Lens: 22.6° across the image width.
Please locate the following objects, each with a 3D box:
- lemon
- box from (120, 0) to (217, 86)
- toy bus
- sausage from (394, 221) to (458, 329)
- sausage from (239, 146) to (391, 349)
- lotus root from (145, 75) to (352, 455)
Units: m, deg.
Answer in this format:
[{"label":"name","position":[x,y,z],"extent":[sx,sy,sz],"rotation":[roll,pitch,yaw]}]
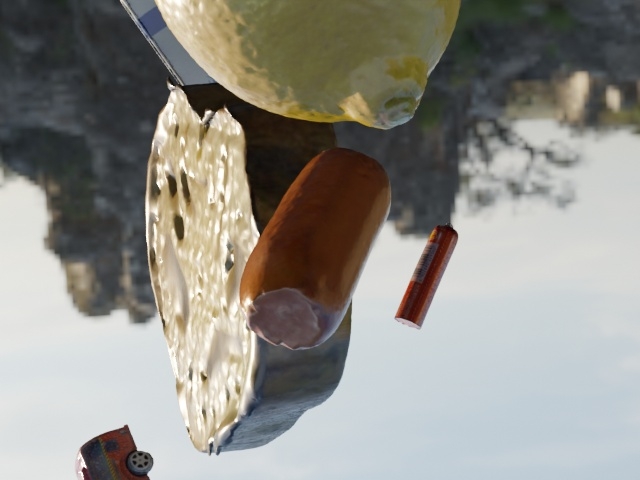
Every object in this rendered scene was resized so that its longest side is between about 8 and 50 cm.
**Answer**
[{"label":"lemon","position":[-0.011,-0.173,0.966],"extent":[0.187,0.244,0.187],"rotation":[-33,177,-2]},{"label":"box","position":[-0.051,-0.318,1.960],"extent":[0.343,0.200,0.065],"rotation":[-33,-170,13]},{"label":"toy bus","position":[-0.195,0.287,1.658],"extent":[0.077,0.192,0.065],"rotation":[-13,148,-25]},{"label":"sausage","position":[0.123,0.036,1.818],"extent":[0.034,0.129,0.034],"rotation":[22,167,5]},{"label":"sausage","position":[0.000,0.000,1.130],"extent":[0.076,0.076,0.197],"rotation":[-1,-146,22]},{"label":"lotus root","position":[-0.079,0.029,1.516],"extent":[0.111,0.374,0.390],"rotation":[1,-155,-23]}]
